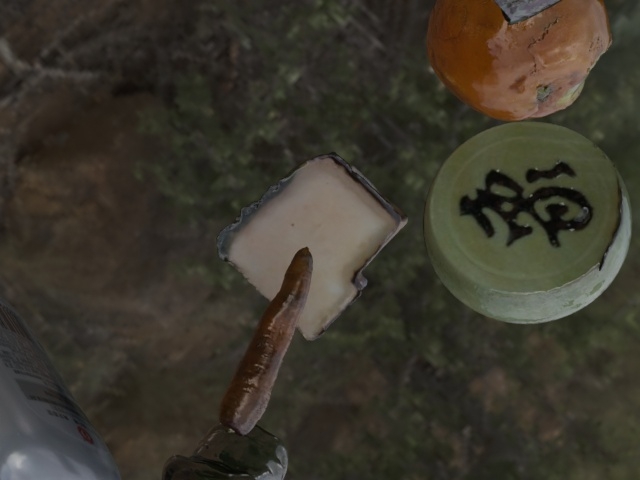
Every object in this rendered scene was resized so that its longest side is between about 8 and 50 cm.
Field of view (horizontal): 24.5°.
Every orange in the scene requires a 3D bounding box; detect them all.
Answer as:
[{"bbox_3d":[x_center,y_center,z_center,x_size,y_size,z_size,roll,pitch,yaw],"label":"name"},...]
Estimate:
[{"bbox_3d":[0.263,-0.275,1.961,0.240,0.240,0.240,-38,158,-19],"label":"orange"}]

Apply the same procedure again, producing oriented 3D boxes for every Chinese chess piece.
[{"bbox_3d":[0.142,-0.013,1.022,0.144,0.144,0.058,-41,154,-10],"label":"Chinese chess piece"}]

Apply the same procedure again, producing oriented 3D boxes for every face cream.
[{"bbox_3d":[-0.202,0.143,1.043,0.071,0.291,0.144,-44,147,4],"label":"face cream"}]

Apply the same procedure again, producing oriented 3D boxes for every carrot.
[{"bbox_3d":[-0.040,0.080,1.177,0.035,0.036,0.165,68,42,-67],"label":"carrot"}]

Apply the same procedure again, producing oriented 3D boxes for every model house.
[{"bbox_3d":[0.000,0.000,1.733,0.183,0.166,0.172,-46,175,4],"label":"model house"}]

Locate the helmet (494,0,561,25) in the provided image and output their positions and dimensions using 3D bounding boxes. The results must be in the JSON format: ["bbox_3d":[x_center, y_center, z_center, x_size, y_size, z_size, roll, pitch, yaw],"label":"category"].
[{"bbox_3d":[0.203,-0.289,1.389,0.107,0.153,0.177,-13,-166,16],"label":"helmet"}]

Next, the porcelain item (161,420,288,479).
[{"bbox_3d":[-0.085,0.196,1.180,0.216,0.081,0.069,-10,124,-79],"label":"porcelain item"}]
